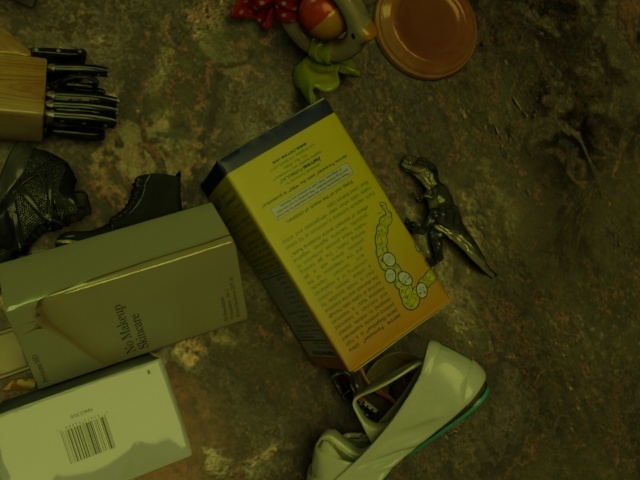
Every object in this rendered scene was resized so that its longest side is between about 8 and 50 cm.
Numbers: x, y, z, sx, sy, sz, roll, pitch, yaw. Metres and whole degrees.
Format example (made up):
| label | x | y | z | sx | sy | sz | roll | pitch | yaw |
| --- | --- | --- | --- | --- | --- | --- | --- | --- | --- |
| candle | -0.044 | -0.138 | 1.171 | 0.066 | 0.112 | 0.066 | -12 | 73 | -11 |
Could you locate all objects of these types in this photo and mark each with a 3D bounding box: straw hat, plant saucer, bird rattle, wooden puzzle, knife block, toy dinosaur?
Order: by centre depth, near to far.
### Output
| label | x | y | z | sx | sy | sz | roll | pitch | yaw |
| --- | --- | --- | --- | --- | --- | --- | --- | --- | --- |
| knife block | -0.442 | -0.189 | 1.092 | 0.242 | 0.088 | 0.275 | 43 | 60 | 0 |
| wooden puzzle | -0.460 | 0.166 | 1.109 | 0.079 | 0.014 | 0.116 | -11 | 87 | -22 |
| bird rattle | -0.011 | -0.362 | 1.218 | 0.143 | 0.207 | 0.253 | -42 | 106 | -35 |
| straw hat | 0.146 | 0.241 | 1.246 | 0.061 | 0.145 | 0.144 | -21 | 89 | -58 |
| toy dinosaur | 0.204 | -0.021 | 1.305 | 0.118 | 0.064 | 0.268 | -35 | 97 | -24 |
| plant saucer | 0.192 | -0.386 | 1.357 | 0.200 | 0.037 | 0.199 | 2 | 82 | -17 |

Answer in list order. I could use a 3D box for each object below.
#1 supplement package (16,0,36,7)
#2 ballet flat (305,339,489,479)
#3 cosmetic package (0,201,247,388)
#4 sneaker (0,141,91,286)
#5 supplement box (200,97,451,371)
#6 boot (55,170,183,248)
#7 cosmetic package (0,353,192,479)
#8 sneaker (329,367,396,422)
| label | x | y | z | sx | sy | sz | roll | pitch | yaw |
| --- | --- | --- | --- | --- | --- | --- | --- | --- | --- |
| supplement package | -0.518 | -0.469 | 1.104 | 0.244 | 0.139 | 0.133 | 20 | 77 | -13 |
| ballet flat | 0.074 | 0.302 | 1.149 | 0.139 | 0.139 | 0.400 | 43 | 99 | -8 |
| cosmetic package | -0.273 | 0.074 | 1.083 | 0.310 | 0.113 | 0.160 | -19 | 131 | -16 |
| sneaker | -0.417 | -0.021 | 1.106 | 0.130 | 0.087 | 0.227 | 19 | 73 | -7 |
| supplement box | 0.000 | 0.000 | 1.170 | 0.195 | 0.194 | 0.356 | -33 | 93 | -17 |
| boot | -0.301 | -0.040 | 1.157 | 0.198 | 0.077 | 0.136 | 0 | 78 | -30 |
| cosmetic package | -0.311 | 0.253 | 1.031 | 0.224 | 0.225 | 0.138 | -18 | 91 | -17 |
| sneaker | 0.067 | 0.260 | 1.216 | 0.158 | 0.061 | 0.065 | 46 | 29 | 3 |
